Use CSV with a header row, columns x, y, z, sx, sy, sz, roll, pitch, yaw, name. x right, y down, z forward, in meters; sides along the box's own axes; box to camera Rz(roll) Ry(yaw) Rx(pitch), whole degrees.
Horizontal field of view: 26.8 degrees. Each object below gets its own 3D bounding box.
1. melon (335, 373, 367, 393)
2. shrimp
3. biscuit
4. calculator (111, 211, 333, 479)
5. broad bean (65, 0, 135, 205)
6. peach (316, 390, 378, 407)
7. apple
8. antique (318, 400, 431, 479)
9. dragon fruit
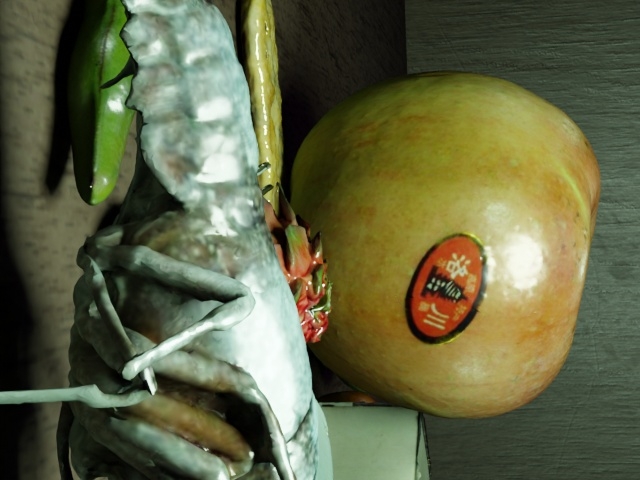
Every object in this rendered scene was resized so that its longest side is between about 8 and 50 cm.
x,y,z,sx,sy,sz,roll,pitch,yaw,name
0.062,0.087,1.602,0.139,0.139,0.192,26,62,-80,melon
-0.081,0.031,0.617,0.221,0.166,0.411,-152,-118,-87,shrimp
-0.050,-0.128,1.278,0.118,0.029,0.247,-63,150,-73,biscuit
-0.056,0.080,0.854,0.246,0.045,0.141,58,10,-22,calculator
-0.119,-0.139,0.796,0.060,0.043,0.298,93,1,-50,broad bean
0.026,0.211,1.480,0.101,0.100,0.101,-2,90,-81,peach
0.108,0.001,1.304,0.338,0.305,0.339,12,90,-81,apple
0.037,0.260,1.356,0.147,0.151,0.148,78,16,-46,antique
-0.049,0.024,0.984,0.142,0.121,0.130,63,-23,-2,dragon fruit
